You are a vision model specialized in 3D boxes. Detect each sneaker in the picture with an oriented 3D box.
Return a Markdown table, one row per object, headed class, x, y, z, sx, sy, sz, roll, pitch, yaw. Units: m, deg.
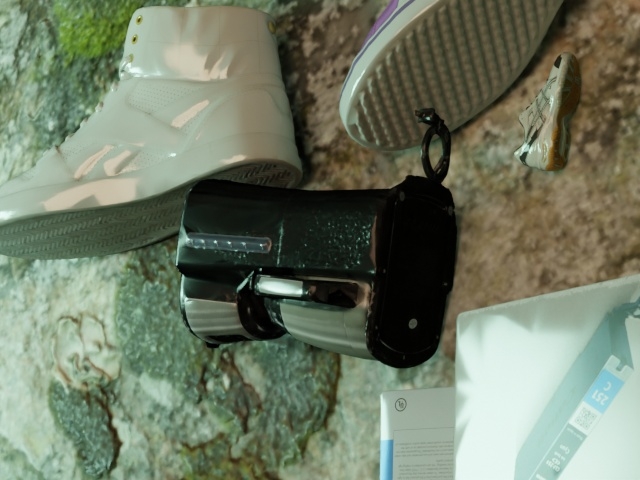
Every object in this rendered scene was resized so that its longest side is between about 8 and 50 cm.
| class | x | y | z | sx | sy | sz | roll | pitch | yaw |
| --- | --- | --- | --- | --- | --- | --- | --- | --- | --- |
| sneaker | 0.153 | -0.090 | 0.981 | 0.037 | 0.032 | 0.083 | 9 | 82 | 36 |
| sneaker | -0.154 | -0.091 | 1.158 | 0.292 | 0.108 | 0.169 | -15 | 67 | 21 |
| sneaker | 0.103 | -0.201 | 1.024 | 0.282 | 0.102 | 0.161 | -49 | 36 | 19 |

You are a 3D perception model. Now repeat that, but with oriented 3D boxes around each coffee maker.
| class | x | y | z | sx | sy | sz | roll | pitch | yaw |
| --- | --- | --- | --- | --- | --- | --- | --- | --- | --- |
| coffee maker | 0.000 | 0.000 | 1.023 | 0.178 | 0.120 | 0.171 | 6 | 63 | 34 |

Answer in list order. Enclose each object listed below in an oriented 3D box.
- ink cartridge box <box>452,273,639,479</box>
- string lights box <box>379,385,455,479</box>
| class | x | y | z | sx | sy | sz | roll | pitch | yaw |
| --- | --- | --- | --- | --- | --- | --- | --- | --- | --- |
| ink cartridge box | 0.186 | 0.145 | 0.717 | 0.296 | 0.066 | 0.261 | -18 | 65 | 51 |
| string lights box | 0.107 | 0.223 | 0.896 | 0.133 | 0.077 | 0.260 | -7 | 73 | 33 |
